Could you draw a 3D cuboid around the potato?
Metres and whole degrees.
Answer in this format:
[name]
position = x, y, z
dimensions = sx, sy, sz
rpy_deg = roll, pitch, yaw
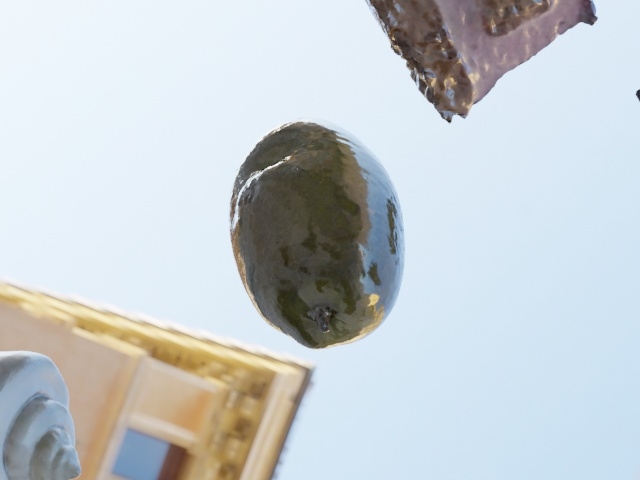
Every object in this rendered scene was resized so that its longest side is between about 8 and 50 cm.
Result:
[potato]
position = 0.000, 0.000, 1.372
dimensions = 0.159, 0.174, 0.251
rpy_deg = -31, -153, 14

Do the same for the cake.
[cake]
position = 0.030, -0.212, 0.760
dimensions = 0.116, 0.295, 0.113
rpy_deg = -26, -151, 0

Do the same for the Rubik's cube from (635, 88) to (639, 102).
[Rubik's cube]
position = 0.458, -0.123, 1.700
dimensions = 0.163, 0.160, 0.162
rpy_deg = -40, -119, 22

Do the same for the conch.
[conch]
position = -0.215, 0.109, 0.984
dimensions = 0.176, 0.104, 0.094
rpy_deg = 6, -66, 29
